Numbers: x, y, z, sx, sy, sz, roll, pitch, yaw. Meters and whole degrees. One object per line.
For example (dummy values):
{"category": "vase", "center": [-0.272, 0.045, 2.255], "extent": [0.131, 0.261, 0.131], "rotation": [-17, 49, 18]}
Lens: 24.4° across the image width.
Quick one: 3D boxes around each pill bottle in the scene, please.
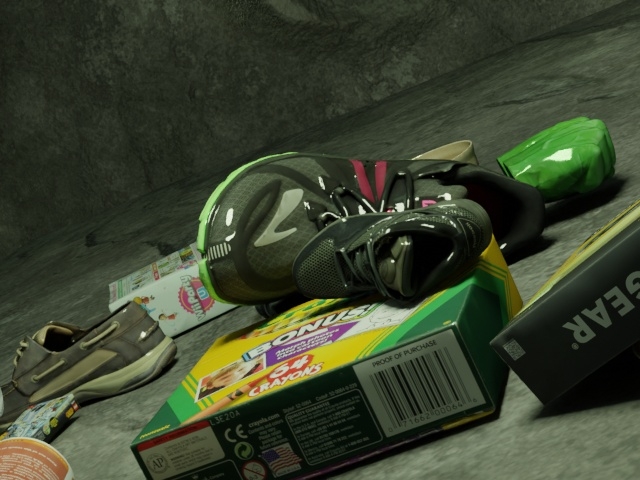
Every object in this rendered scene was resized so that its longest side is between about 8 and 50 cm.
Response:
{"category": "pill bottle", "center": [-0.335, 0.298, 1.567], "extent": [0.121, 0.121, 0.216], "rotation": [-25, 10, 6]}

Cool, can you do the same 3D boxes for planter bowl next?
{"category": "planter bowl", "center": [0.168, -0.063, 2.161], "extent": [0.162, 0.109, 0.162], "rotation": [-25, 12, 5]}

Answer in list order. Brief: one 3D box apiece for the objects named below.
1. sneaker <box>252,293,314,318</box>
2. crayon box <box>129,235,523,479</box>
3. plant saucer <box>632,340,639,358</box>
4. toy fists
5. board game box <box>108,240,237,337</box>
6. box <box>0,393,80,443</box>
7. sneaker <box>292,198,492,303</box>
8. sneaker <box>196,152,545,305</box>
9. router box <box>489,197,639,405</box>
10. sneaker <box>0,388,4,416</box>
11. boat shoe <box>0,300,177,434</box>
{"category": "sneaker", "center": [0.010, 0.050, 2.101], "extent": [0.217, 0.079, 0.121], "rotation": [-36, 16, -10]}
{"category": "crayon box", "center": [0.019, 0.136, 1.567], "extent": [0.363, 0.106, 0.313], "rotation": [-22, 11, 18]}
{"category": "plant saucer", "center": [0.368, 0.071, 1.274], "extent": [0.199, 0.036, 0.198], "rotation": [-24, 11, 5]}
{"category": "toy fists", "center": [0.329, -0.105, 2.022], "extent": [0.142, 0.096, 0.279], "rotation": [-30, 2, 6]}
{"category": "board game box", "center": [-0.192, 0.063, 2.423], "extent": [0.303, 0.097, 0.224], "rotation": [-25, 10, -4]}
{"category": "box", "center": [-0.411, 0.272, 2.085], "extent": [0.094, 0.027, 0.137], "rotation": [-18, 18, 32]}
{"category": "sneaker", "center": [0.055, 0.019, 1.535], "extent": [0.228, 0.087, 0.130], "rotation": [-12, 8, 27]}
{"category": "sneaker", "center": [0.069, -0.028, 1.782], "extent": [0.483, 0.185, 0.202], "rotation": [-12, 6, -32]}
{"category": "router box", "center": [0.320, -0.006, 1.323], "extent": [0.309, 0.081, 0.243], "rotation": [-43, -4, 39]}
{"category": "sneaker", "center": [-0.564, 0.314, 2.006], "extent": [0.210, 0.137, 0.366], "rotation": [-36, 19, 19]}
{"category": "boat shoe", "center": [-0.384, 0.181, 2.204], "extent": [0.355, 0.130, 0.132], "rotation": [-22, 11, 16]}
